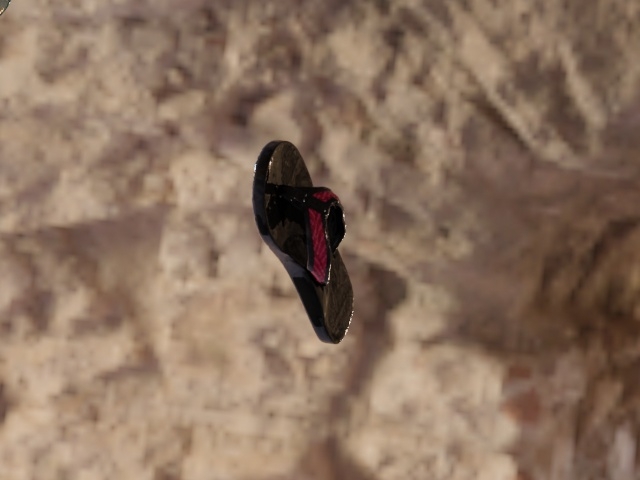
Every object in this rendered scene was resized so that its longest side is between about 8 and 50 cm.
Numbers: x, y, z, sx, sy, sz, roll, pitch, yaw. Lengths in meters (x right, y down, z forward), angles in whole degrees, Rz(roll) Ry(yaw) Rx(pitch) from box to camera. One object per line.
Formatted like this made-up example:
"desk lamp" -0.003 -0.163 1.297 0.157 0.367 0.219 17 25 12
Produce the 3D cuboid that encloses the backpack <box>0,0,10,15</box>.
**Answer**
"backpack" -0.375 -0.226 1.794 0.115 0.152 0.182 20 46 24

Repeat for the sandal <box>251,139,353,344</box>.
"sandal" 0.000 0.000 1.277 0.040 0.067 0.179 3 -40 27
